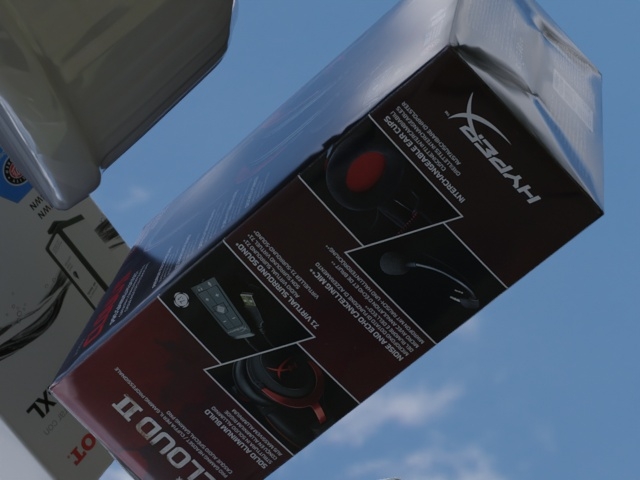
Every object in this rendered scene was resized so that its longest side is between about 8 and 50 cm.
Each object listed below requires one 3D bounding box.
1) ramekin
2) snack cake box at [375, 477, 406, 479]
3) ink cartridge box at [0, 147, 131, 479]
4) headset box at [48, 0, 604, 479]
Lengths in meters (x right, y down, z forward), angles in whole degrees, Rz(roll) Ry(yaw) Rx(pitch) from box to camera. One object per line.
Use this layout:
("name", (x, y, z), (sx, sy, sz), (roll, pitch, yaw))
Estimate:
("ramekin", (-0.150, -0.159, 0.899), (0.127, 0.273, 0.273), (-35, -69, -9))
("snack cake box", (0.011, 0.293, 1.176), (0.089, 0.152, 0.264), (25, -120, -38))
("ink cartridge box", (-0.187, 0.042, 1.143), (0.203, 0.086, 0.148), (53, -129, -20))
("headset box", (0.000, 0.000, 0.962), (0.110, 0.293, 0.218), (46, -159, -11))
